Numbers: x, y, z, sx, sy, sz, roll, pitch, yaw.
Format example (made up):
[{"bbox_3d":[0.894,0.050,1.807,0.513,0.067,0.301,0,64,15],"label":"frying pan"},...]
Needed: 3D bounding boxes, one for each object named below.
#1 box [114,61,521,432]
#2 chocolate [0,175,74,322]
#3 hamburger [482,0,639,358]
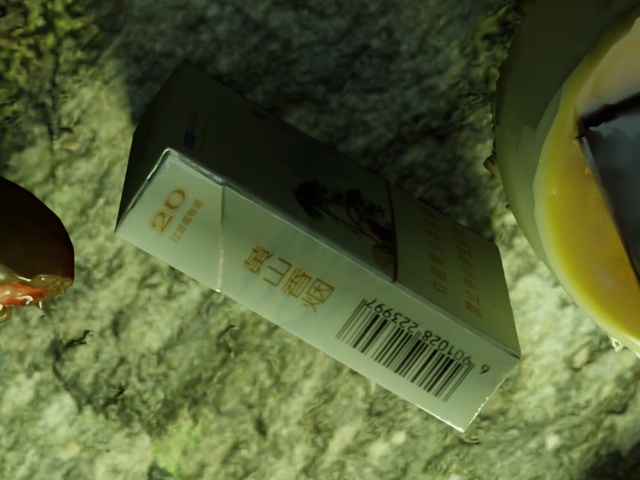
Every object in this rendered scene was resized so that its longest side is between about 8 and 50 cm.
[{"bbox_3d":[-0.001,0.000,1.069,0.233,0.149,0.067,30,108,-13],"label":"box"},{"bbox_3d":[-0.213,0.016,1.096,0.133,0.124,0.127,-8,98,-17],"label":"chocolate"},{"bbox_3d":[0.233,-0.060,1.028,0.276,0.179,0.294,-24,109,8],"label":"hamburger"}]
